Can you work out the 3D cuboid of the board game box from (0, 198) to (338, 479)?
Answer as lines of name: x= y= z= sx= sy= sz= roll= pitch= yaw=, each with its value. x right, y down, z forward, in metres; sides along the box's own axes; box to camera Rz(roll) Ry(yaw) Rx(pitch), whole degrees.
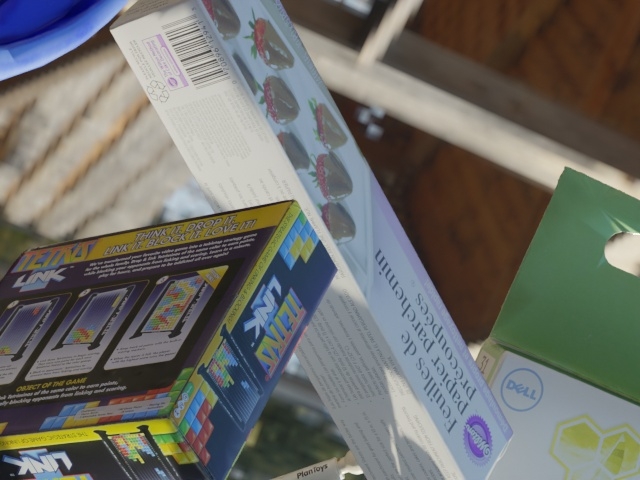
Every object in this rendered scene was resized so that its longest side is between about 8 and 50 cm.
board game box: x=-0.093 y=0.054 z=0.900 sx=0.170 sy=0.048 sz=0.141 roll=-9 pitch=-145 yaw=35

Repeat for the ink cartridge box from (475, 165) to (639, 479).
ink cartridge box: x=0.180 y=0.096 z=1.233 sx=0.235 sy=0.171 sz=0.056 roll=-65 pitch=-168 yaw=5

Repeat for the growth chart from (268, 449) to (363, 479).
growth chart: x=0.001 y=0.237 z=1.174 sx=0.172 sy=0.021 sz=0.237 roll=-25 pitch=-122 yaw=11

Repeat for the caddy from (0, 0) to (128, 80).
caddy: x=-0.132 y=-0.187 z=0.469 sx=0.179 sy=0.241 sz=0.341 roll=-15 pitch=-119 yaw=36

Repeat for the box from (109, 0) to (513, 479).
box: x=0.000 y=0.000 z=1.071 sx=0.067 sy=0.324 sz=0.063 roll=-15 pitch=-156 yaw=36
